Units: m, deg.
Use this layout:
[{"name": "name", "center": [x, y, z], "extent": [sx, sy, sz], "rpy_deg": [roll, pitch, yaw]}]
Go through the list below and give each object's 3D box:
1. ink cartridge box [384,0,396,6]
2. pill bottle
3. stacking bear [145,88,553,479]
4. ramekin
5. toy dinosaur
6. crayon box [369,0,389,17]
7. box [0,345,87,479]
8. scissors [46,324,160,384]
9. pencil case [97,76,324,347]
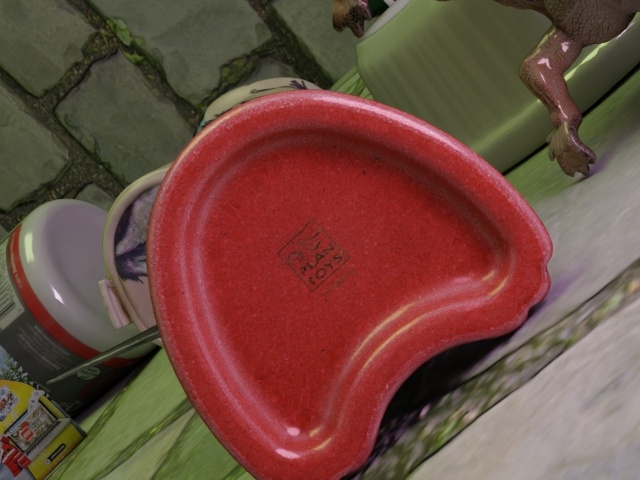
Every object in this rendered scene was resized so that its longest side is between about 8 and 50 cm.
[{"name": "ink cartridge box", "center": [0.129, -0.281, 1.269], "extent": [0.189, 0.255, 0.097], "rpy_deg": [-37, 9, 38]}, {"name": "pill bottle", "center": [-0.362, 0.131, 1.694], "extent": [0.363, 0.210, 0.210], "rpy_deg": [-39, 8, 28]}, {"name": "stacking bear", "center": [0.000, 0.000, 0.783], "extent": [0.175, 0.164, 0.289], "rpy_deg": [-42, 3, 3]}, {"name": "ramekin", "center": [0.144, -0.164, 1.028], "extent": [0.273, 0.127, 0.273], "rpy_deg": [-41, 8, 7]}, {"name": "toy dinosaur", "center": [0.131, -0.174, 0.816], "extent": [0.200, 0.295, 0.127], "rpy_deg": [-46, -22, -34]}, {"name": "crayon box", "center": [0.235, -0.409, 1.672], "extent": [0.363, 0.106, 0.313], "rpy_deg": [-26, -3, -37]}, {"name": "box", "center": [-0.372, 0.220, 1.438], "extent": [0.233, 0.159, 0.044], "rpy_deg": [-45, 7, -21]}, {"name": "scissors", "center": [-0.080, 0.046, 1.111], "extent": [0.297, 0.021, 0.109], "rpy_deg": [-20, 29, 28]}, {"name": "pencil case", "center": [-0.078, -0.033, 1.310], "extent": [0.183, 0.160, 0.410], "rpy_deg": [-31, 10, 16]}]
